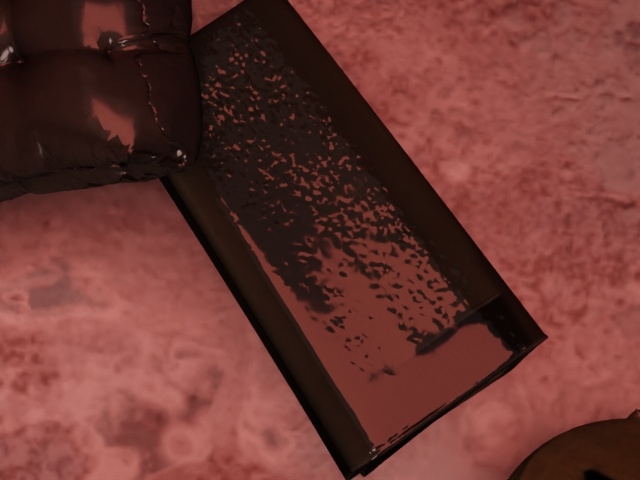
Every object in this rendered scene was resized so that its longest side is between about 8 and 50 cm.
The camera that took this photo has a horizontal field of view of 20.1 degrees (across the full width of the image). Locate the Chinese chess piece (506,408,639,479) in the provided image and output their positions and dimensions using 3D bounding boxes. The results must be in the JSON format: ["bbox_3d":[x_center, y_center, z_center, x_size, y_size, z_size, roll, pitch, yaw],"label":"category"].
[{"bbox_3d":[0.179,0.181,0.972,0.188,0.083,0.188,8,41,-7],"label":"Chinese chess piece"}]

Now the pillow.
[{"bbox_3d":[-0.203,-0.126,0.965,0.326,0.101,0.228,-10,84,40],"label":"pillow"}]

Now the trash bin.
[{"bbox_3d":[0.000,0.000,1.001,0.122,0.164,0.240,-34,81,-6],"label":"trash bin"}]
